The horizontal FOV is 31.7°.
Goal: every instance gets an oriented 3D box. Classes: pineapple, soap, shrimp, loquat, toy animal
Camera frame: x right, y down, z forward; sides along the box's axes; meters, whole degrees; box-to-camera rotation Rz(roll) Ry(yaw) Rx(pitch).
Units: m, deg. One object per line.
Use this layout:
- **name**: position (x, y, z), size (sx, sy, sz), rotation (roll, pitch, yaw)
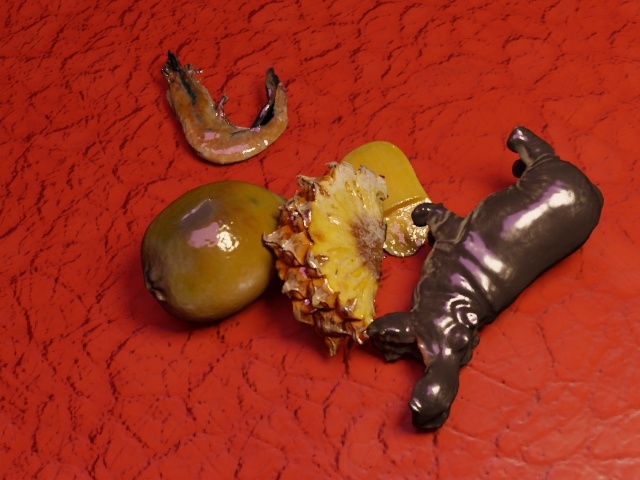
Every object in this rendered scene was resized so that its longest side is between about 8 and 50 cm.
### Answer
- **pineapple**: position (0.001, -0.001, 1.249), size (0.079, 0.135, 0.233), rotation (-31, 40, 40)
- **soap**: position (0.083, -0.057, 1.363), size (0.089, 0.033, 0.168), rotation (-31, 55, -3)
- **shrimp**: position (-0.128, -0.195, 1.499), size (0.152, 0.046, 0.219), rotation (-29, 58, -8)
- **loquat**: position (-0.117, 0.008, 1.296), size (0.195, 0.152, 0.152), rotation (-32, 54, -21)
- **toy animal**: position (0.163, 0.037, 1.237), size (0.168, 0.106, 0.343), rotation (32, 77, 32)
